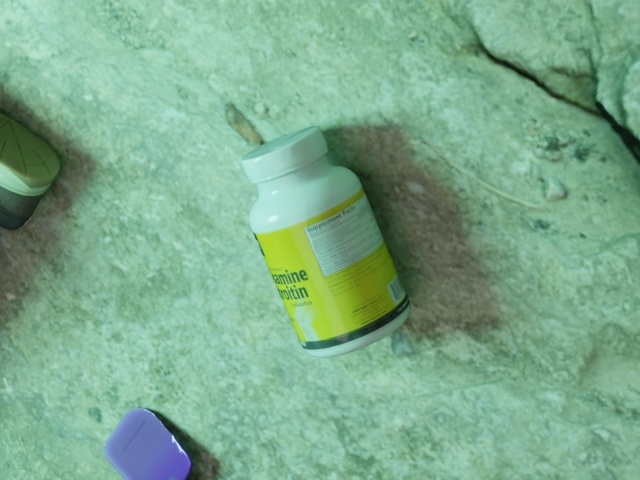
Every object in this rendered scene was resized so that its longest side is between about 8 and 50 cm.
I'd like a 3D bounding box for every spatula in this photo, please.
[{"bbox_3d":[-0.089,0.275,1.589,0.296,0.030,0.084,37,118,6],"label":"spatula"}]

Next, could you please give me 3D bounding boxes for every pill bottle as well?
[{"bbox_3d":[0.000,0.000,1.399,0.103,0.103,0.184,-17,103,28],"label":"pill bottle"}]

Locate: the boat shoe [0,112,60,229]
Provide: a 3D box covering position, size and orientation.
[{"bbox_3d":[-0.381,-0.107,1.521,0.285,0.103,0.092,31,114,2],"label":"boat shoe"}]
